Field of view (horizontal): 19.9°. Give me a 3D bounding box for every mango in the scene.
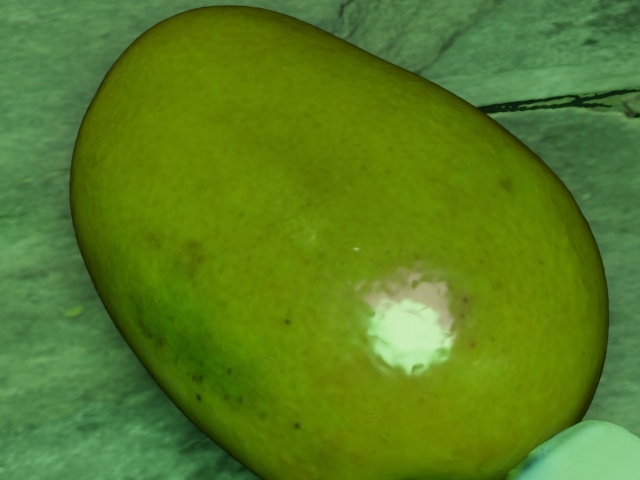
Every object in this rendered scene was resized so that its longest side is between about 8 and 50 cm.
[{"bbox_3d":[0.000,0.000,1.257,0.300,0.232,0.446,-35,62,-13],"label":"mango"}]

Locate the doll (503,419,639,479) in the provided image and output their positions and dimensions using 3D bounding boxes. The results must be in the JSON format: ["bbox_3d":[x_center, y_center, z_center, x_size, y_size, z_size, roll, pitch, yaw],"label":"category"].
[{"bbox_3d":[0.012,0.237,1.062,0.348,0.423,0.161,-28,85,-25],"label":"doll"}]
